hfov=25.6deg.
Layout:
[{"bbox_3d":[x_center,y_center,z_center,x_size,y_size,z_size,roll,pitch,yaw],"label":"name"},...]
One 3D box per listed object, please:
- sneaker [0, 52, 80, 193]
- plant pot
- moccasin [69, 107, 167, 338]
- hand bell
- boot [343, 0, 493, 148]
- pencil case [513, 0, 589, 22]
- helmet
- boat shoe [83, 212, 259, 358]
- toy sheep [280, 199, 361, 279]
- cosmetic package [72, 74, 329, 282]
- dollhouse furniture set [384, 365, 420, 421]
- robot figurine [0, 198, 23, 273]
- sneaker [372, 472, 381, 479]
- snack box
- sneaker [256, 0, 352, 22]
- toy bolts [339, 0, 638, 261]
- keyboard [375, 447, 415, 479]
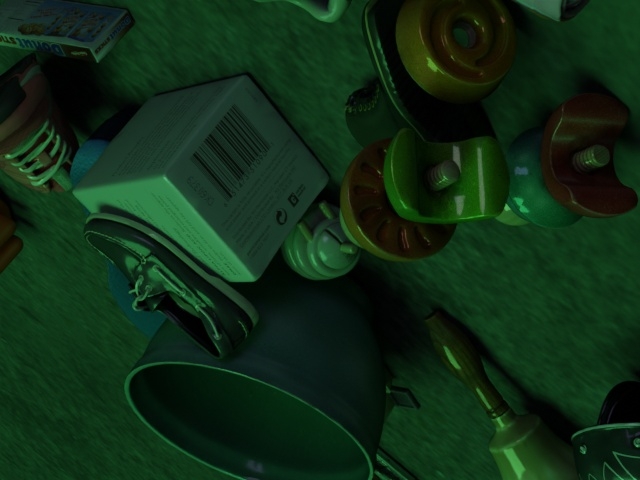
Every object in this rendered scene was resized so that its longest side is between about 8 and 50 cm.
[{"bbox_3d":[-0.310,-0.115,1.539,0.136,0.116,0.314,51,178,-7],"label":"sneaker"},{"bbox_3d":[-0.048,0.137,1.598,0.293,0.196,0.293,17,149,10],"label":"plant pot"},{"bbox_3d":[-0.183,-0.007,1.654,0.138,0.117,0.342,11,140,18],"label":"moccasin"},{"bbox_3d":[0.191,0.178,1.554,0.242,0.126,0.126,56,149,-7],"label":"hand bell"},{"bbox_3d":[0.053,-0.134,1.238,0.137,0.077,0.198,14,144,45],"label":"boot"},{"bbox_3d":[0.075,-0.254,0.983,0.284,0.124,0.124,27,151,18],"label":"pencil case"},{"bbox_3d":[0.328,0.206,1.343,0.169,0.161,0.169,27,151,17],"label":"helmet"},{"bbox_3d":[-0.162,0.046,1.432,0.206,0.065,0.075,33,154,1],"label":"boat shoe"},{"bbox_3d":[0.000,0.000,1.482,0.091,0.091,0.132,50,167,-24],"label":"toy sheep"},{"bbox_3d":[-0.125,-0.058,1.462,0.184,0.151,0.151,-4,133,52],"label":"cosmetic package"},{"bbox_3d":[0.045,0.194,1.727,0.091,0.081,0.114,5,139,44],"label":"dollhouse furniture set"},{"bbox_3d":[-0.527,-0.026,1.987,0.219,0.128,0.158,25,-172,20],"label":"robot figurine"},{"bbox_3d":[-0.036,0.280,1.875,0.321,0.124,0.180,33,158,12],"label":"sneaker"},{"bbox_3d":[-0.280,-0.224,1.475,0.178,0.064,0.022,14,143,36],"label":"snack box"},{"bbox_3d":[-0.061,-0.246,1.085,0.232,0.115,0.090,22,132,-19],"label":"sneaker"},{"bbox_3d":[0.126,-0.082,1.160,0.228,0.218,0.158,7,165,-22],"label":"toy bolts"},{"bbox_3d":[0.023,0.260,1.926,0.256,0.014,0.072,41,152,-7],"label":"keyboard"}]
